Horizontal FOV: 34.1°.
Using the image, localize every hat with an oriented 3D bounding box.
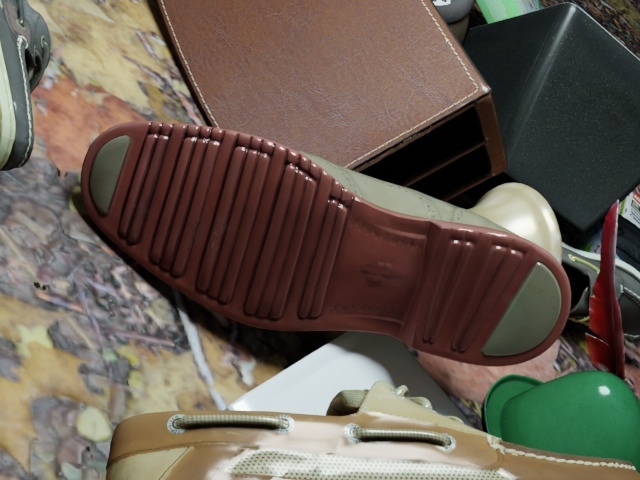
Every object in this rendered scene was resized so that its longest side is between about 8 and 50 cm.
[{"bbox_3d":[0.248,0.128,0.829,0.208,0.183,0.173,37,32,-11],"label":"hat"}]

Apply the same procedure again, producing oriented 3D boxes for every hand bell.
[{"bbox_3d":[0.071,0.009,0.878,0.242,0.126,0.126,1,50,-32],"label":"hand bell"}]

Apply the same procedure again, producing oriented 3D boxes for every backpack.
[{"bbox_3d":[0.315,0.028,1.124,0.114,0.084,0.105,35,31,-24],"label":"backpack"}]

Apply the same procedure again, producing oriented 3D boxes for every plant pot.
[{"bbox_3d":[0.227,-0.108,1.070,0.187,0.167,0.188,34,-10,-21],"label":"plant pot"}]

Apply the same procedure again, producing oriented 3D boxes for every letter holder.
[{"bbox_3d":[-0.001,-0.160,0.951,0.301,0.214,0.152,62,4,25],"label":"letter holder"}]

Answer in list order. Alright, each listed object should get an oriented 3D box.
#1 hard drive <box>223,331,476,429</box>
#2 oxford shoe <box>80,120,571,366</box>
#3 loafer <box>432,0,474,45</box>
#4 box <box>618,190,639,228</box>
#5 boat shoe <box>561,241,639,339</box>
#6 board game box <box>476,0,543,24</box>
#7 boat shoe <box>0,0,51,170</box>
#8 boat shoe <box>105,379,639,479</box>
[{"bbox_3d":[0.083,0.201,0.692,0.307,0.040,0.203,50,32,10],"label":"hard drive"},{"bbox_3d":[0.000,0.000,0.759,0.348,0.123,0.130,21,11,-8],"label":"oxford shoe"},{"bbox_3d":[0.081,-0.302,1.248,0.134,0.130,0.366,-4,35,-6],"label":"loafer"},{"bbox_3d":[0.450,0.031,1.324,0.207,0.036,0.114,43,31,-1],"label":"box"},{"bbox_3d":[0.244,0.047,1.033,0.228,0.081,0.068,28,37,-12],"label":"boat shoe"},{"bbox_3d":[0.259,-0.298,1.378,0.317,0.046,0.213,57,25,-25],"label":"board game box"},{"bbox_3d":[-0.218,-0.133,0.709,0.073,0.080,0.223,6,43,-39],"label":"boat shoe"},{"bbox_3d":[0.038,0.134,0.574,0.324,0.122,0.119,4,54,-26],"label":"boat shoe"}]
